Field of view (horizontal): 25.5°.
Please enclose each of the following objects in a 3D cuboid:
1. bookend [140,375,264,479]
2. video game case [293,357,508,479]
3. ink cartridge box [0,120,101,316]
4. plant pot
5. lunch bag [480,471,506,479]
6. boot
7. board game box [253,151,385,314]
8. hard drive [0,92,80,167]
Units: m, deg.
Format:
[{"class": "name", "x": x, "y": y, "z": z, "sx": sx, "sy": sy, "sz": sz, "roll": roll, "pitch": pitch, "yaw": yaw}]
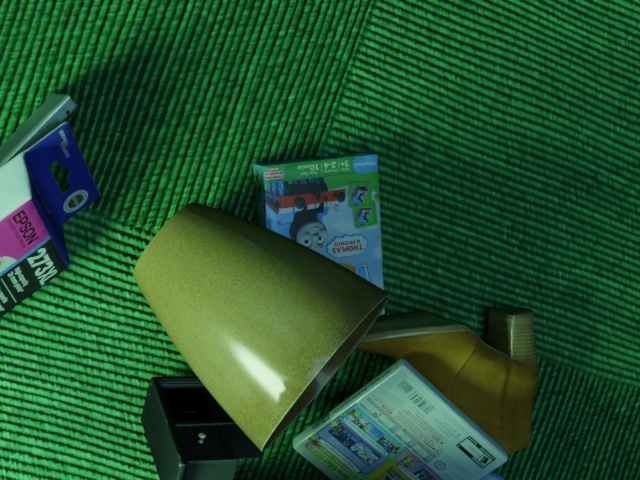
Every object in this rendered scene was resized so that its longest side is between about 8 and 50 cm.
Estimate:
[{"class": "bookend", "x": -0.122, "y": 0.241, "z": 1.717, "sx": 0.156, "sy": 0.157, "sz": 0.072, "roll": 2, "pitch": 125, "yaw": -23}, {"class": "video game case", "x": 0.105, "y": 0.273, "z": 1.850, "sx": 0.193, "sy": 0.023, "sz": 0.212, "roll": -39, "pitch": 115, "yaw": 20}, {"class": "ink cartridge box", "x": -0.396, "y": 0.034, "z": 1.572, "sx": 0.371, "sy": 0.176, "sz": 0.069, "roll": -40, "pitch": 67, "yaw": -15}, {"class": "plant pot", "x": -0.089, "y": 0.078, "z": 1.671, "sx": 0.254, "sy": 0.237, "sz": 0.237, "roll": 39, "pitch": 81, "yaw": 6}, {"class": "lunch bag", "x": 0.246, "y": 0.429, "z": 1.912, "sx": 0.219, "sy": 0.090, "sz": 0.176, "roll": 43, "pitch": 62, "yaw": -7}, {"class": "boot", "x": 0.167, "y": 0.203, "z": 1.872, "sx": 0.295, "sy": 0.104, "sz": 0.211, "roll": -2, "pitch": 99, "yaw": -27}, {"class": "board game box", "x": 0.000, "y": 0.000, "z": 1.803, "sx": 0.160, "sy": 0.039, "sz": 0.211, "roll": -8, "pitch": 102, "yaw": -22}, {"class": "hard drive", "x": -0.336, "y": -0.112, "z": 1.610, "sx": 0.135, "sy": 0.094, "sz": 0.022, "roll": -48, "pitch": 111, "yaw": -10}]
